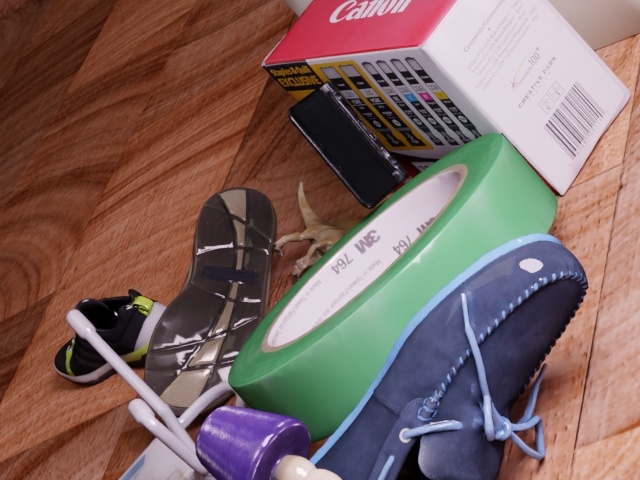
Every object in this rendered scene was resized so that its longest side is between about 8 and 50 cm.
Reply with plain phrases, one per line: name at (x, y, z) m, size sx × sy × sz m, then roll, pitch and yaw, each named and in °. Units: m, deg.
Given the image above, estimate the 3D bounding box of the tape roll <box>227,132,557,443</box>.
tape roll at (0.061, 0.041, 1.474) m, size 0.321 × 0.077 × 0.321 m, roll -41°, pitch 9°, yaw 8°

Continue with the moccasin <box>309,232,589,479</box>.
moccasin at (0.101, 0.151, 1.294) m, size 0.342 × 0.137 × 0.117 m, roll -56°, pitch 45°, yaw 23°

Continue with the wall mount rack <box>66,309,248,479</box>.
wall mount rack at (-0.240, 0.222, 1.647) m, size 0.350 × 0.130 × 0.304 m, roll -47°, pitch 23°, yaw -3°

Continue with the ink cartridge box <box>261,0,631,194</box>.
ink cartridge box at (0.090, -0.177, 1.627) m, size 0.130 × 0.272 × 0.309 m, roll -54°, pitch 24°, yaw -17°

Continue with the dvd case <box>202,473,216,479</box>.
dvd case at (-0.183, 0.315, 1.602) m, size 0.179 × 0.029 × 0.239 m, roll -8°, pitch 43°, yaw 56°

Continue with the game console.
game console at (0.018, -0.084, 1.635) m, size 0.071 × 0.122 × 0.107 m, roll -40°, pitch 1°, yaw -18°

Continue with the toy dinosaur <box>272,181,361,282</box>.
toy dinosaur at (0.000, 0.000, 1.793) m, size 0.092 × 0.053 × 0.183 m, roll -35°, pitch 29°, yaw -13°

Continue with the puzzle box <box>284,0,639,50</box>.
puzzle box at (0.140, -0.275, 1.701) m, size 0.409 × 0.272 × 0.052 m, roll -17°, pitch 37°, yaw 47°

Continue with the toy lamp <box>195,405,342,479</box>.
toy lamp at (0.027, 0.192, 1.218) m, size 0.274 × 0.080 × 0.080 m, roll 22°, pitch 66°, yaw 31°

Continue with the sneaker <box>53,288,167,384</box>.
sneaker at (-0.250, 0.099, 1.971) m, size 0.234 × 0.097 × 0.084 m, roll -20°, pitch 34°, yaw 46°

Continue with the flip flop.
flip flop at (-0.109, 0.069, 1.796) m, size 0.080 × 0.112 × 0.277 m, roll 97°, pitch -176°, yaw -57°
